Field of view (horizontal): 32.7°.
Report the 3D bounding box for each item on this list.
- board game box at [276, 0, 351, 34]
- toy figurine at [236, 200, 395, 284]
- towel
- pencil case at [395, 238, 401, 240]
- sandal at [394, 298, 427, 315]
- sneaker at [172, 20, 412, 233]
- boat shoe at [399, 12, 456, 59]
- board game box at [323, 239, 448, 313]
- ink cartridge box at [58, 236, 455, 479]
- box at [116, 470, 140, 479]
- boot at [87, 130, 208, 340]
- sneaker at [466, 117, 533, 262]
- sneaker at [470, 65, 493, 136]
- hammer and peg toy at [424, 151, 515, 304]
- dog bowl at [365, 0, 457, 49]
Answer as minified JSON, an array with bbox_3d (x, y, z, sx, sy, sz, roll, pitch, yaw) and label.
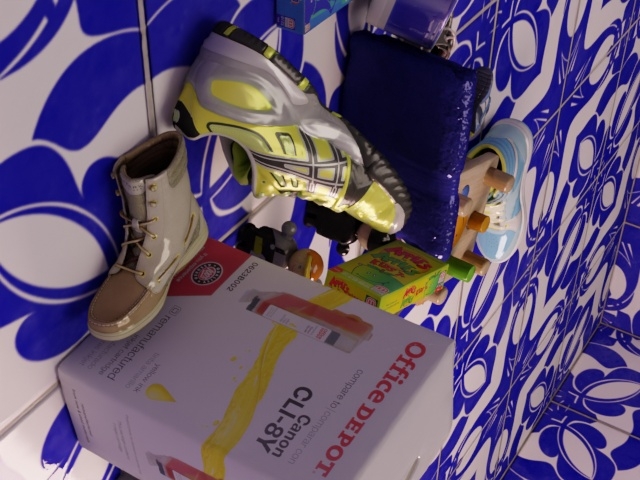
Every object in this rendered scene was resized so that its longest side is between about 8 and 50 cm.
[{"bbox_3d":[0.017,-0.381,1.411,0.210,0.047,0.160,-45,147,-43],"label":"board game box"},{"bbox_3d":[0.000,0.000,1.572,0.209,0.148,0.213,-58,154,-21],"label":"toy figurine"},{"bbox_3d":[0.127,-0.143,1.617,0.076,0.227,0.308,-28,134,-40],"label":"towel"},{"bbox_3d":[0.131,-0.097,1.834,0.098,0.095,0.209,23,88,-42],"label":"pencil case"},{"bbox_3d":[0.196,0.094,2.163,0.219,0.060,0.090,-34,139,-52],"label":"sandal"},{"bbox_3d":[-0.034,-0.109,1.363,0.384,0.145,0.147,39,89,-36],"label":"sneaker"},{"bbox_3d":[0.164,-0.263,1.753,0.335,0.095,0.112,-67,156,-2],"label":"boat shoe"},{"bbox_3d":[0.094,0.054,1.536,0.181,0.092,0.043,-21,131,-51],"label":"board game box"},{"bbox_3d":[-0.067,0.184,1.298,0.279,0.384,0.160,-48,149,-38],"label":"ink cartridge box"},{"bbox_3d":[-0.149,0.365,1.547,0.143,0.165,0.270,-57,153,-22],"label":"box"},{"bbox_3d":[-0.205,-0.007,1.230,0.213,0.077,0.165,-56,154,-37],"label":"boot"},{"bbox_3d":[0.344,-0.079,2.254,0.208,0.127,0.319,-34,130,-54],"label":"sneaker"},{"bbox_3d":[0.298,-0.271,2.083,0.059,0.053,0.144,-37,150,-48],"label":"sneaker"},{"bbox_3d":[0.217,-0.016,2.006,0.361,0.127,0.266,-25,134,-52],"label":"hammer and peg toy"},{"bbox_3d":[0.163,-0.402,1.506,0.265,0.104,0.265,-155,-90,-89],"label":"dog bowl"}]
